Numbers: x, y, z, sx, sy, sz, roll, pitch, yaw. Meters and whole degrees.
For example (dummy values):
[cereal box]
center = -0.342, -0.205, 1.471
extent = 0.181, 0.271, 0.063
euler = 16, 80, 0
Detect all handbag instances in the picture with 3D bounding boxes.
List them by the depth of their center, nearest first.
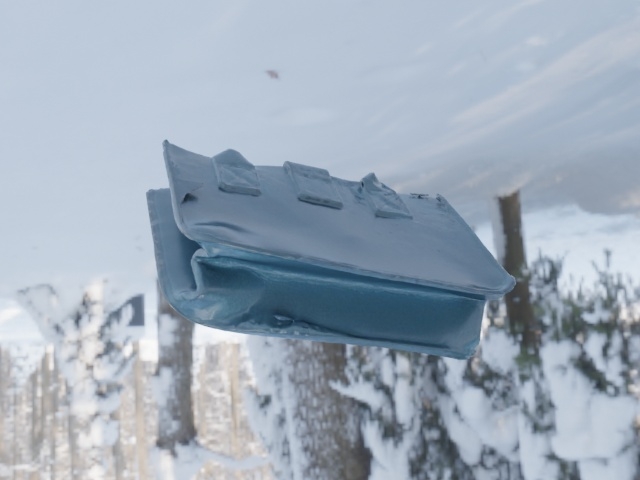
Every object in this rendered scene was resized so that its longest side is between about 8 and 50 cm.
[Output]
[handbag]
center = 0.000, 0.000, 0.616
extent = 0.229, 0.062, 0.179
euler = 9, -154, -21
